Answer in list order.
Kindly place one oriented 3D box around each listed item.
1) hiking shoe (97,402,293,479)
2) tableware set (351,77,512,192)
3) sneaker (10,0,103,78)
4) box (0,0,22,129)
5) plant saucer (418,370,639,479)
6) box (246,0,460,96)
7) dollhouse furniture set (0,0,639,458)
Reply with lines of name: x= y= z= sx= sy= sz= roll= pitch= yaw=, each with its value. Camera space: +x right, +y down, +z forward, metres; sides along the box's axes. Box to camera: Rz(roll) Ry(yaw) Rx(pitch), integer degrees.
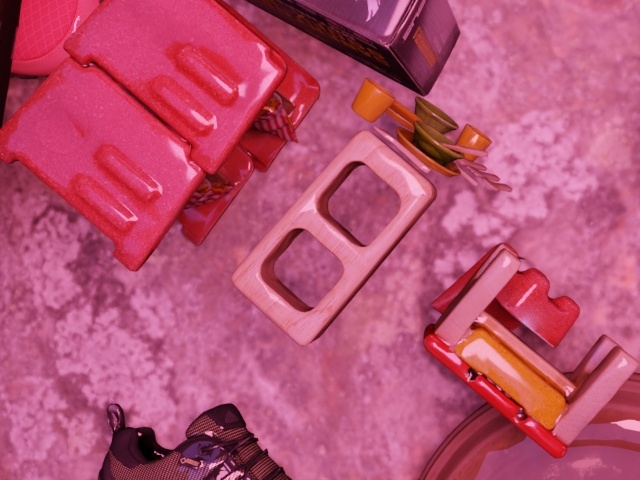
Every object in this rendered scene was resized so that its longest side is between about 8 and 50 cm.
hiking shoe: x=-0.057 y=0.175 z=0.772 sx=0.226 sy=0.086 sz=0.114 roll=5 pitch=93 yaw=13
tableware set: x=0.070 y=-0.075 z=0.709 sx=0.104 sy=0.154 sz=0.024 roll=44 pitch=109 yaw=25
sneaker: x=-0.300 y=-0.217 z=0.807 sx=0.314 sy=0.136 sz=0.116 roll=34 pitch=97 yaw=11
box: x=-0.254 y=-0.163 z=0.675 sx=0.143 sy=0.191 sz=0.382 roll=8 pitch=98 yaw=-13
plant saucer: x=0.181 y=0.221 z=0.699 sx=0.277 sy=0.041 sz=0.278 roll=-2 pitch=82 yaw=17
box: x=-0.027 y=-0.183 z=0.723 sx=0.231 sy=0.183 sz=0.056 roll=30 pitch=94 yaw=11
dollhouse furniture set: x=0.000 y=0.000 z=0.713 sx=0.374 sy=0.201 sz=0.152 roll=41 pitch=97 yaw=4
